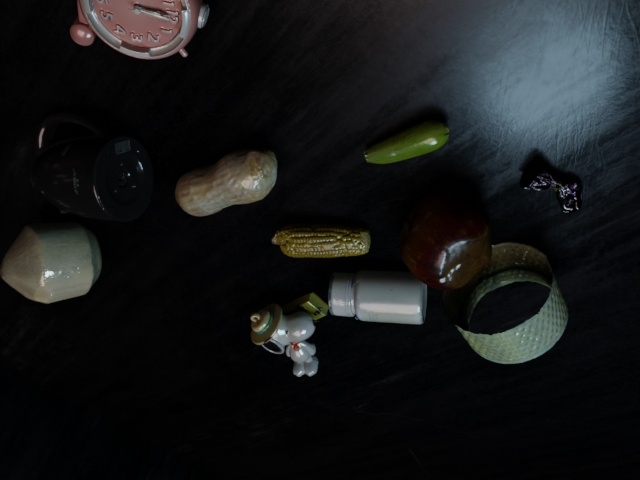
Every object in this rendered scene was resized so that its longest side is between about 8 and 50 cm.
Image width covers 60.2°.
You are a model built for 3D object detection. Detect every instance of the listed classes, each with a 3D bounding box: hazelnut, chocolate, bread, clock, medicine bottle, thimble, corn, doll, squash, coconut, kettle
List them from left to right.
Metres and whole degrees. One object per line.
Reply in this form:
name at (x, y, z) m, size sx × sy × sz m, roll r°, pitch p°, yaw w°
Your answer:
coconut at (-0.796, 0.065, 1.621) m, size 0.265 × 0.238 × 0.237 m, roll -8°, pitch 160°, yaw -47°
kettle at (-0.598, -0.190, 1.382) m, size 0.290 × 0.207 × 0.269 m, roll 7°, pitch 108°, yaw 24°
clock at (-0.331, -0.463, 1.039) m, size 0.241 × 0.142 × 0.227 m, roll 13°, pitch 139°, yaw -10°
chocolate at (-0.229, -0.137, 1.341) m, size 0.309 × 0.134 × 0.134 m, roll -18°, pitch 127°, yaw 31°
doll at (-0.108, 0.319, 1.702) m, size 0.207 × 0.144 × 0.272 m, roll 3°, pitch 133°, yaw 2°
bread at (-0.080, 0.232, 1.742) m, size 0.088 × 0.049 × 0.226 m, roll 40°, pitch 134°, yaw -23°
corn at (0.000, 0.000, 1.442) m, size 0.261 × 0.097 × 0.097 m, roll 1°, pitch 135°, yaw 12°
medicine bottle at (0.158, 0.153, 1.514) m, size 0.257 × 0.144 × 0.144 m, roll 1°, pitch 135°, yaw 15°
squash at (0.181, -0.208, 1.189) m, size 0.201 × 0.066 × 0.066 m, roll -13°, pitch 130°, yaw 33°
hazelnut at (0.293, -0.005, 1.288) m, size 0.217 × 0.218 × 0.234 m, roll 20°, pitch 119°, yaw -3°
thimble at (0.444, 0.152, 1.332) m, size 0.270 × 0.271 × 0.150 m, roll -16°, pitch 131°, yaw 31°
chocolate at (0.507, -0.115, 1.196) m, size 0.147 × 0.070 × 0.072 m, roll 21°, pitch 128°, yaw -20°
